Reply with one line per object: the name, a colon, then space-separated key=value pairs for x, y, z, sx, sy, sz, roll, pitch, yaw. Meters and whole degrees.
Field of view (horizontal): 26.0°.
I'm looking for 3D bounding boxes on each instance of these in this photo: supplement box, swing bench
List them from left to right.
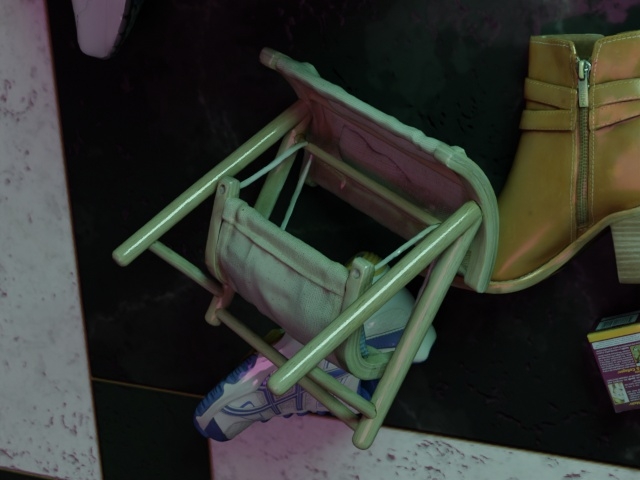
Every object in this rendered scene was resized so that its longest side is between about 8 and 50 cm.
swing bench: x=0.000 y=0.000 z=1.237 sx=0.253 sy=0.165 sz=0.254 roll=35 pitch=87 yaw=41
supplement box: x=0.290 y=0.111 z=1.286 sx=0.055 sy=0.043 sz=0.083 roll=-15 pitch=103 yaw=29

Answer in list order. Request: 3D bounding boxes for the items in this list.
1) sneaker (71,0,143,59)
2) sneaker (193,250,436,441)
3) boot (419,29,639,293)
sneaker: x=-0.219 y=-0.311 z=1.283 sx=0.129 sy=0.111 sz=0.297 roll=5 pitch=119 yaw=3
sneaker: x=-0.010 y=0.143 z=1.401 sx=0.131 sy=0.112 sz=0.296 roll=46 pitch=124 yaw=-3
boot: x=0.195 y=-0.070 z=1.223 sx=0.283 sy=0.109 sz=0.220 roll=-3 pitch=102 yaw=38
